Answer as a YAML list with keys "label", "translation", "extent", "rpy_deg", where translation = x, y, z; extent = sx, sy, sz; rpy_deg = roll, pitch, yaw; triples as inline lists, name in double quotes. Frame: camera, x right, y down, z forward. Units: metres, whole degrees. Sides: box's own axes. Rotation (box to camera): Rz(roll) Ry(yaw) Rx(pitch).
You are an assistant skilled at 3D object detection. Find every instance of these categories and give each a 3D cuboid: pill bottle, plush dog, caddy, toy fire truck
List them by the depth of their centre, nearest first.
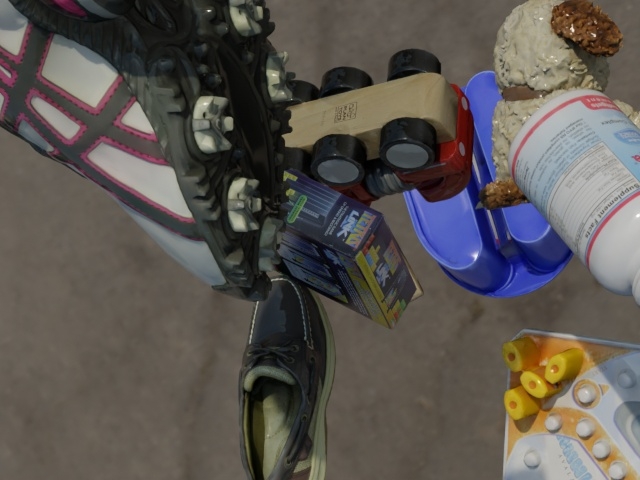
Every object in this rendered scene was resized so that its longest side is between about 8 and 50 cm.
- label: "pill bottle"
  translation: [0.198, -0.021, 1.006]
  extent: [0.160, 0.087, 0.087]
  rpy_deg: [55, 142, 38]
- label: "toy fire truck"
  translation: [0.075, -0.056, 1.641]
  extent: [0.217, 0.158, 0.246]
  rpy_deg: [-12, 145, 27]
- label: "plush dog"
  translation: [0.254, -0.157, 1.709]
  extent: [0.262, 0.210, 0.225]
  rpy_deg: [178, 84, -66]
- label: "caddy"
  translation: [0.250, -0.085, 2.283]
  extent: [0.241, 0.179, 0.341]
  rpy_deg: [-21, 71, 17]

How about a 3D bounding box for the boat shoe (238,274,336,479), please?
- label: "boat shoe"
  translation: [-0.035, 0.127, 1.368]
  extent: [0.080, 0.073, 0.224]
  rpy_deg: [-10, 64, 20]

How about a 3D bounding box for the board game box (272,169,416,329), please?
- label: "board game box"
  translation: [0.000, 0.000, 1.308]
  extent: [0.141, 0.048, 0.170]
  rpy_deg: [25, 165, 21]

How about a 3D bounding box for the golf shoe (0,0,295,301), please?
- label: "golf shoe"
  translation: [-0.090, -0.075, 0.593]
  extent: [0.120, 0.105, 0.273]
  rpy_deg: [-4, 140, 21]

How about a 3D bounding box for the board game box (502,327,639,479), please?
- label: "board game box"
  translation: [0.315, 0.290, 1.274]
  extent: [0.390, 0.050, 0.390]
  rpy_deg: [7, 98, 34]
